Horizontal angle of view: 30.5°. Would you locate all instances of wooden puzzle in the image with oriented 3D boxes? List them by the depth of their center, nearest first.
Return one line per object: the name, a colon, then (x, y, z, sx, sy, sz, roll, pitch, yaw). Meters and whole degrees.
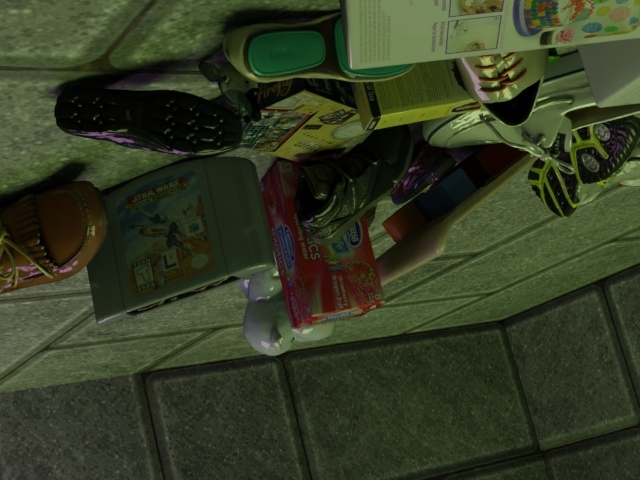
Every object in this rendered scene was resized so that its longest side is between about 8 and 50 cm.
wooden puzzle: (0.228, -0.082, 1.923, 0.348, 0.080, 0.322, -42, -177, -23)

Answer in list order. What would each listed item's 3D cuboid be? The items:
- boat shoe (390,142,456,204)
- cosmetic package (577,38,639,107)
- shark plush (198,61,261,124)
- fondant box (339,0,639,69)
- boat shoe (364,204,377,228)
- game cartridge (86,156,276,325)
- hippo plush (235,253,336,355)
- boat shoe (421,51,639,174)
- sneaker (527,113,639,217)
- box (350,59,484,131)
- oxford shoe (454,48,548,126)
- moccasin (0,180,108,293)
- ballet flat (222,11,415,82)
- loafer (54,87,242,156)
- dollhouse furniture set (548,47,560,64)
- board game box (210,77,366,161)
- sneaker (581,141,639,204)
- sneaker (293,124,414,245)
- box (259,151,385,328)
boat shoe: (0.160, -0.118, 1.962, 0.066, 0.066, 0.183, -40, -178, -32)
cosmetic package: (0.483, -0.279, 1.492, 0.225, 0.138, 0.224, -8, 166, -29)
shark plush: (-0.083, -0.170, 1.372, 0.073, 0.067, 0.161, -17, -153, -22)
fondant box: (0.179, -0.279, 1.060, 0.331, 0.096, 0.238, -5, 151, 0)
boat shoe: (0.019, -0.055, 2.099, 0.207, 0.073, 0.073, -5, 127, -46)
game cartridge: (-0.220, -0.008, 1.736, 0.297, 0.198, 0.062, -20, 166, 19)
hippo plush: (-0.084, 0.089, 2.196, 0.294, 0.236, 0.234, -11, 167, -14)
boat shoe: (0.339, -0.172, 1.739, 0.367, 0.156, 0.136, -17, 167, 10)
sneaker: (0.467, -0.173, 2.001, 0.147, 0.145, 0.384, -38, 172, -15)
box: (0.161, -0.211, 1.554, 0.232, 0.087, 0.058, -13, 169, -12)
oxford shoe: (0.205, -0.242, 1.326, 0.141, 0.146, 0.397, -15, 165, 15)
moccasin: (-0.458, 0.004, 1.712, 0.380, 0.139, 0.147, -12, 179, 36)
ballet flat: (-0.002, -0.225, 1.371, 0.249, 0.086, 0.086, -4, 163, -32)
loafer: (-0.202, -0.144, 1.395, 0.223, 0.076, 0.078, 7, -174, 1)
dollhouse furniture set: (0.307, -0.296, 1.490, 0.076, 0.058, 0.151, -3, 145, -16)
board game box: (-0.032, -0.171, 1.603, 0.165, 0.042, 0.243, -21, 165, 26)
sneaker: (0.551, -0.148, 2.239, 0.263, 0.099, 0.121, -17, 161, -21)
sneaker: (0.047, -0.102, 1.744, 0.227, 0.087, 0.130, -44, 153, -3)
box: (0.000, 0.000, 1.872, 0.128, 0.256, 0.122, -9, 169, -20)
